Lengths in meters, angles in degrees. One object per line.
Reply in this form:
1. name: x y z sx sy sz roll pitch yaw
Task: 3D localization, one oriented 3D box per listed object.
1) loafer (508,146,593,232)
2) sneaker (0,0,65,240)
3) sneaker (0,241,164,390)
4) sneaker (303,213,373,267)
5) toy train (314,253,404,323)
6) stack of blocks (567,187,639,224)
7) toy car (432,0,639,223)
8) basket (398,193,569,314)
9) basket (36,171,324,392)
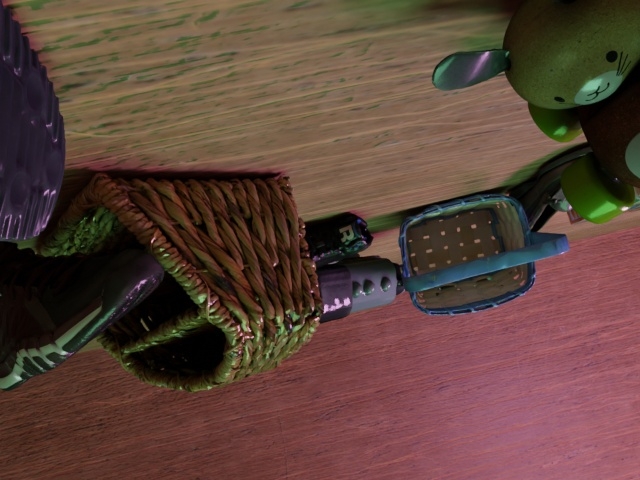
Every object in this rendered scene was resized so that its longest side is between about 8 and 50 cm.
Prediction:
1. loafer: 0.397 -0.077 0.922 0.096 0.084 0.267 -12 170 -5
2. sneaker: -0.209 -0.073 0.196 0.131 0.112 0.319 3 167 2
3. sneaker: -0.275 0.036 0.513 0.281 0.162 0.106 -29 -170 35
4. sneaker: 0.000 0.000 0.890 0.121 0.079 0.217 -26 172 40
5. toy train: 0.025 0.089 1.093 0.190 0.142 0.334 3 -176 44
6. stack of blocks: 0.544 -0.116 0.888 0.171 0.087 0.297 -11 170 -13
7. toy car: 0.173 -0.110 0.357 0.188 0.149 0.155 7 148 -30
8. basket: 0.262 0.025 0.973 0.255 0.201 0.289 -13 180 6
9. basket: -0.172 0.071 0.637 0.223 0.213 0.299 -5 167 -40
